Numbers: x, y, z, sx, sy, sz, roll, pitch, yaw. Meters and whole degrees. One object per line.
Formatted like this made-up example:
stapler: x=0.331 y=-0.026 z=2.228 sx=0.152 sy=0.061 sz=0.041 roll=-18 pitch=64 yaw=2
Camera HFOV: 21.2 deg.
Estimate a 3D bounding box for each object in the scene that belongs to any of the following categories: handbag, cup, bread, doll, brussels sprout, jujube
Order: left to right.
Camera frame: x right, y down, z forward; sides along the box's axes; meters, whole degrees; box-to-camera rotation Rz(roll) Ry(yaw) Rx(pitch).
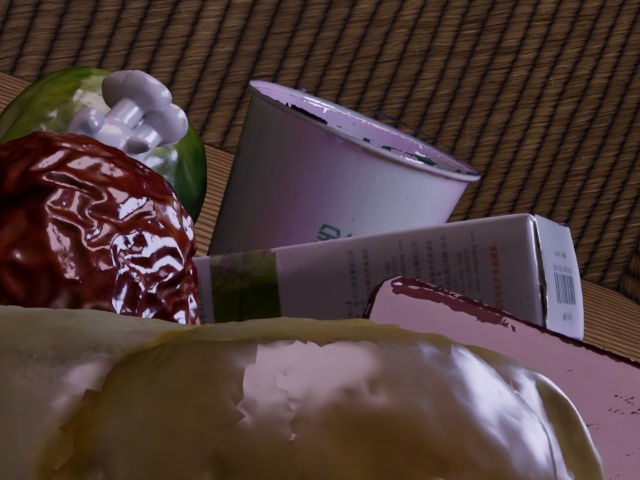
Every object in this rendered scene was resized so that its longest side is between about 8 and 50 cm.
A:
doll: x=-0.248 y=-0.052 z=1.491 sx=0.208 sy=0.271 sz=0.144 roll=38 pitch=-25 yaw=-33
jujube: x=-0.177 y=0.032 z=1.193 sx=0.213 sy=0.213 sz=0.232 roll=20 pitch=26 yaw=-21
brussels sprout: x=-0.234 y=-0.052 z=1.677 sx=0.210 sy=0.219 sz=0.271 roll=38 pitch=36 yaw=12
bread: x=-0.059 y=0.134 z=0.636 sx=0.300 sy=0.210 sz=0.341 roll=9 pitch=-13 yaw=-43
cup: x=0.000 y=0.000 z=1.747 sx=0.253 sy=0.274 sz=0.253 roll=21 pitch=9 yaw=-3
handbag: x=0.115 y=0.170 z=1.123 sx=0.260 sy=0.084 sz=0.275 roll=21 pitch=45 yaw=-4

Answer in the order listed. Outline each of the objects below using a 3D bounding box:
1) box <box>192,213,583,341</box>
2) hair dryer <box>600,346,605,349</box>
box: x=0.051 y=0.052 z=1.398 sx=0.299 sy=0.106 sz=0.200 roll=-9 pitch=-6 yaw=16
hair dryer: x=0.199 y=0.182 z=1.316 sx=0.304 sy=0.120 sz=0.359 roll=30 pitch=34 yaw=10
